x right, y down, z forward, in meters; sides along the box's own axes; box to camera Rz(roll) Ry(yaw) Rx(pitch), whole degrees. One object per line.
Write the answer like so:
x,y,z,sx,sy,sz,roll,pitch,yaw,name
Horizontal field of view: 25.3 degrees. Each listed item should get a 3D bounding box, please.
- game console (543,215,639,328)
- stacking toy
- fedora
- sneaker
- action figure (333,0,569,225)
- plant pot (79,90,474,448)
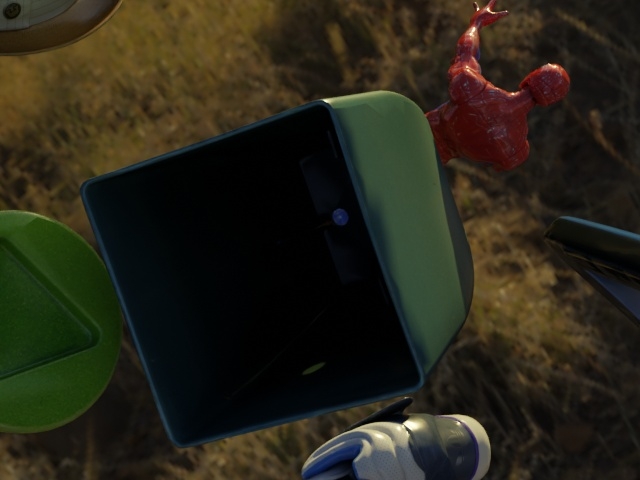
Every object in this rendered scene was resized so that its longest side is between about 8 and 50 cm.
0.204,0.135,0.778,0.173,0.250,0.293,-49,9,-1,game console
-0.271,0.099,0.812,0.130,0.279,0.309,-17,64,49,stacking toy
-0.213,-0.196,0.896,0.194,0.079,0.194,10,42,-9,fedora
0.022,0.294,1.681,0.323,0.236,0.130,-34,67,42,sneaker
0.068,-0.082,1.063,0.280,0.091,0.139,-23,25,34,action figure
0.000,0.000,0.892,0.166,0.165,0.234,-17,5,24,plant pot
